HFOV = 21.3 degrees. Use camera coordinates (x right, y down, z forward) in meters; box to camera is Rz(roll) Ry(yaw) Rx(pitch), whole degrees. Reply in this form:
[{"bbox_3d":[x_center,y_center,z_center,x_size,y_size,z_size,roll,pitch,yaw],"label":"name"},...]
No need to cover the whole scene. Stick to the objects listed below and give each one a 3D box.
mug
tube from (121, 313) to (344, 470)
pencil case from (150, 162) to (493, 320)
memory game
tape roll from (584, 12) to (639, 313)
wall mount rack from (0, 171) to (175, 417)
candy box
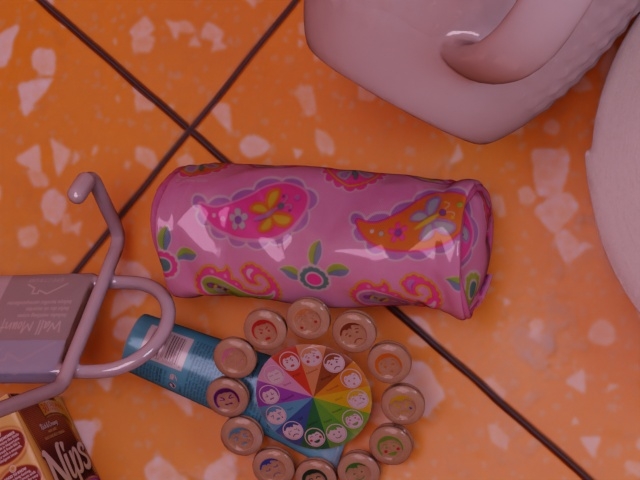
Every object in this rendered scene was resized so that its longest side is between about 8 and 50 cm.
[{"bbox_3d":[0.145,-0.241,1.280,0.276,0.374,0.328,25,102,-16],"label":"mug"},{"bbox_3d":[-0.068,0.123,1.460,0.207,0.052,0.080,21,103,13],"label":"tube"},{"bbox_3d":[0.000,0.000,1.421,0.284,0.124,0.124,3,84,17],"label":"pencil case"},{"bbox_3d":[-0.005,0.132,1.412,0.186,0.012,0.186,4,113,10],"label":"memory game"},{"bbox_3d":[0.385,-0.069,1.255,0.392,0.072,0.392,-8,75,32],"label":"tape roll"},{"bbox_3d":[-0.313,0.075,1.425,0.350,0.130,0.304,-3,44,20],"label":"wall mount rack"},{"bbox_3d":[-0.226,0.223,1.460,0.053,0.109,0.187,-32,76,11],"label":"candy box"}]
